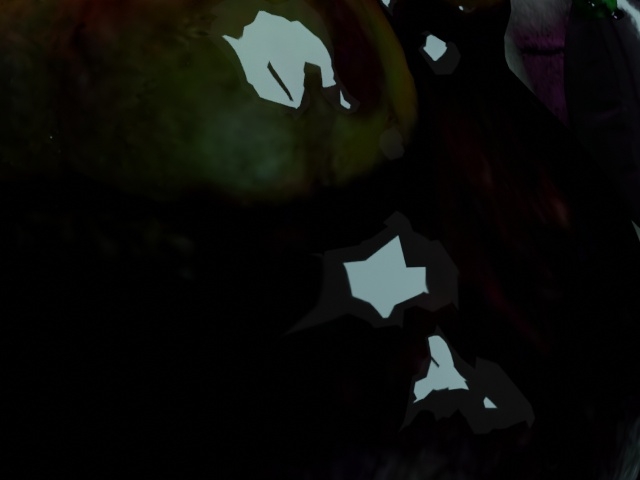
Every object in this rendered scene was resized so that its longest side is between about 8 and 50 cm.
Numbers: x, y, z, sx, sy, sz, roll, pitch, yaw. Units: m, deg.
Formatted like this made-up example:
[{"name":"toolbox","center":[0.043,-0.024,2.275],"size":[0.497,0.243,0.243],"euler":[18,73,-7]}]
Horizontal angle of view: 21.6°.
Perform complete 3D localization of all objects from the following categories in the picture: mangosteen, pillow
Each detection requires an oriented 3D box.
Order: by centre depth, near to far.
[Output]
[{"name":"mangosteen","center":[-0.042,-0.012,0.441],"size":[0.287,0.233,0.288],"euler":[27,57,-52]},{"name":"pillow","center":[0.240,-0.109,1.237],"size":[0.250,0.106,0.186],"euler":[-32,105,-69]}]

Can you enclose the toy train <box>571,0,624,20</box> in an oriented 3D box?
[{"name":"toy train","center":[0.087,-0.196,0.923],"size":[0.202,0.145,0.266],"euler":[68,24,-5]}]
